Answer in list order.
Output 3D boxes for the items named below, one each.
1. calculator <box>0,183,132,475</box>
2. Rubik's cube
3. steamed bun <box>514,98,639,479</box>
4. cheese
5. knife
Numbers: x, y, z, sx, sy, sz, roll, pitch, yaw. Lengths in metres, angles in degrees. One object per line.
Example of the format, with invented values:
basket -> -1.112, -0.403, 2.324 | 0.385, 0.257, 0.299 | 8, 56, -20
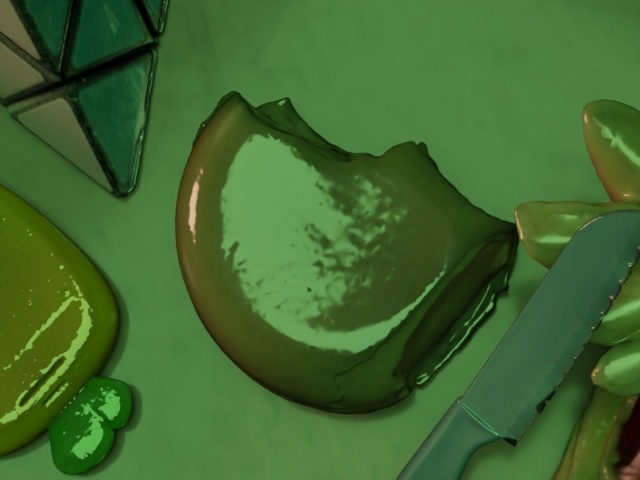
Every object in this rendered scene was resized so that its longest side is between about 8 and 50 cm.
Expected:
calculator -> -0.210, 0.047, 1.045 | 0.235, 0.032, 0.146 | 41, 87, 13
Rubik's cube -> -0.190, -0.203, 1.030 | 0.229, 0.233, 0.228 | 14, 36, -27
steamed bun -> 0.256, 0.017, 0.930 | 0.428, 0.189, 0.247 | -40, 71, -1
cheese -> 0.000, 0.000, 1.002 | 0.202, 0.091, 0.175 | 43, 86, 11
knife -> 0.092, 0.091, 0.912 | 0.044, 0.019, 0.313 | 43, 129, 18
